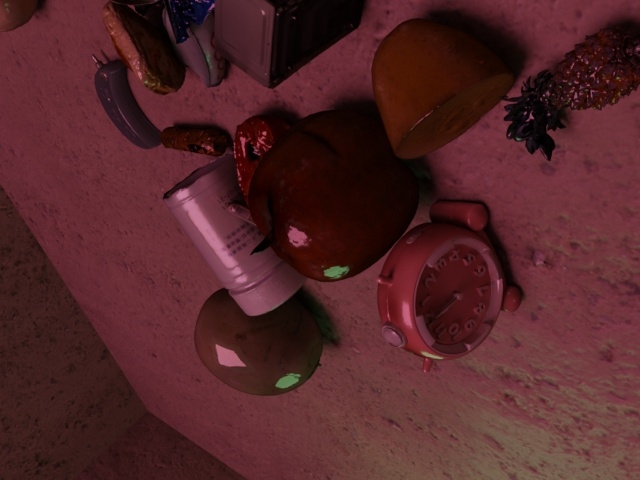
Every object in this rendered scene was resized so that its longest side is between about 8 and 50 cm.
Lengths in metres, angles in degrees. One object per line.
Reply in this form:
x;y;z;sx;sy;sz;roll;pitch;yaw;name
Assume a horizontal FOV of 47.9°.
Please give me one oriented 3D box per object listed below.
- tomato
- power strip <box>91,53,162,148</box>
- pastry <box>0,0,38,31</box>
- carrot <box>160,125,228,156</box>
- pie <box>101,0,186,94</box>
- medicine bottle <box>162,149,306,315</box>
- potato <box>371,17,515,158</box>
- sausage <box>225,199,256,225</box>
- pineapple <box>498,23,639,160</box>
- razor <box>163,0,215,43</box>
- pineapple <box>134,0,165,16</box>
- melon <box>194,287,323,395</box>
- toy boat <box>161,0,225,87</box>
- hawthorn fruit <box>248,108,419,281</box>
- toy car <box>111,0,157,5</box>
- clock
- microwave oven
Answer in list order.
-0.081;-0.143;1.414;0.228;0.101;0.228;42;141;45;tomato
-0.481;-0.340;1.758;0.167;0.054;0.253;9;133;48;power strip
-0.792;-0.632;1.741;0.265;0.133;0.265;34;147;26;pastry
-0.290;-0.226;1.631;0.229;0.069;0.069;14;136;47;carrot
-0.353;-0.377;1.427;0.205;0.084;0.179;55;-165;7;pie
-0.181;-0.012;1.609;0.190;0.190;0.332;-9;118;56;medicine bottle
0.144;-0.223;0.974;0.158;0.178;0.203;61;177;8;potato
-0.080;-0.020;1.522;0.269;0.033;0.033;26;156;-18;sausage
0.309;-0.179;0.867;0.103;0.083;0.221;47;152;-5;pineapple
-0.135;-0.421;1.170;0.324;0.056;0.093;-13;97;41;razor
-0.382;-0.529;1.359;0.111;0.119;0.237;-42;96;17;pineapple
-0.148;0.249;1.794;0.330;0.268;0.268;19;148;-2;melon
-0.229;-0.386;1.367;0.134;0.079;0.207;45;162;22;toy boat
0.007;-0.057;1.195;0.268;0.301;0.268;37;156;20;hawthorn fruit
-0.314;-0.509;1.193;0.172;0.235;0.158;5;168;28;toy car
0.186;0.084;1.189;0.142;0.241;0.227;7;132;54;clock
-0.034;-0.336;1.013;0.129;0.205;0.163;39;151;16;microwave oven
